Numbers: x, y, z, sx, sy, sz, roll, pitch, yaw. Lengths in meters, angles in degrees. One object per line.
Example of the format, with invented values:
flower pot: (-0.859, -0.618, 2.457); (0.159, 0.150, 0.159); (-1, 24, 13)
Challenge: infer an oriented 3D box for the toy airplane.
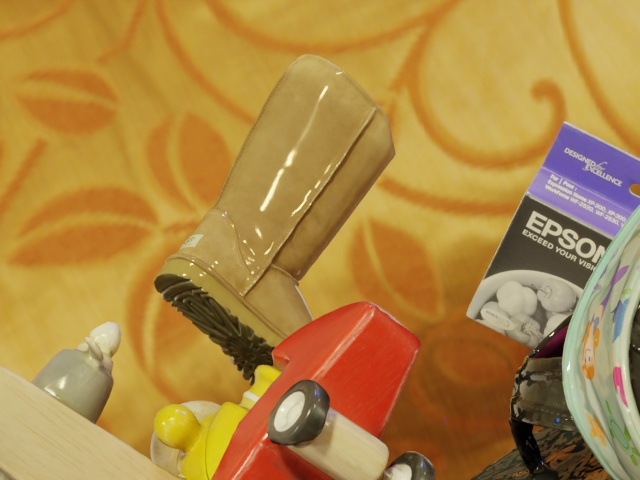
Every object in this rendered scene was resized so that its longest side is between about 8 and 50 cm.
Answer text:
toy airplane: (-0.098, 0.242, 1.601); (0.384, 0.386, 0.272); (-10, 24, -11)

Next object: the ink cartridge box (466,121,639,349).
ink cartridge box: (0.255, 0.029, 1.612); (0.206, 0.208, 0.045); (27, 38, 6)

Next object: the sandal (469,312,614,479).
sandal: (0.224, 0.067, 1.118); (0.107, 0.446, 0.167); (54, 44, -4)

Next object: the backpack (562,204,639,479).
backpack: (0.239, 0.063, 0.832); (0.253, 0.191, 0.225); (39, 83, -6)

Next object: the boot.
boot: (0.000, 0.000, 1.722); (0.089, 0.236, 0.269); (-12, 38, 52)
